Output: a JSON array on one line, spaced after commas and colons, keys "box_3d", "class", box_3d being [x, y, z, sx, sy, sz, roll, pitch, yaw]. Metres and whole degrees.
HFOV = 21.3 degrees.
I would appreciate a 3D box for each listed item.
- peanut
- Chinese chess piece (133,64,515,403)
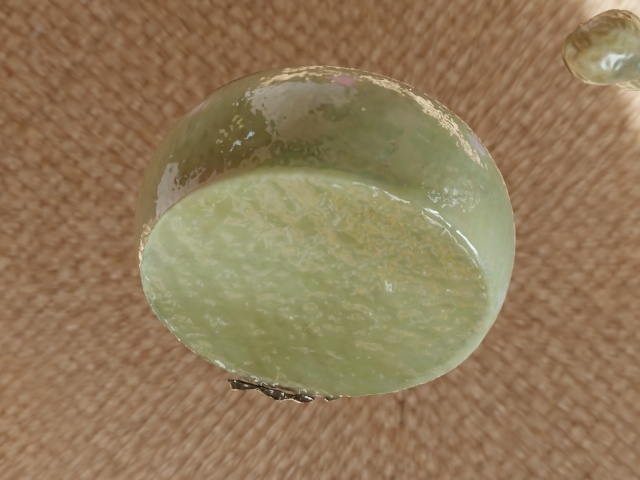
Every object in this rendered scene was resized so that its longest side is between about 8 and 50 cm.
[{"box_3d": [0.139, -0.085, 0.775, 0.037, 0.083, 0.037, 1, 92, 33], "class": "peanut"}, {"box_3d": [0.000, 0.000, 1.019, 0.237, 0.238, 0.092, 6, 49, 2], "class": "Chinese chess piece"}]
